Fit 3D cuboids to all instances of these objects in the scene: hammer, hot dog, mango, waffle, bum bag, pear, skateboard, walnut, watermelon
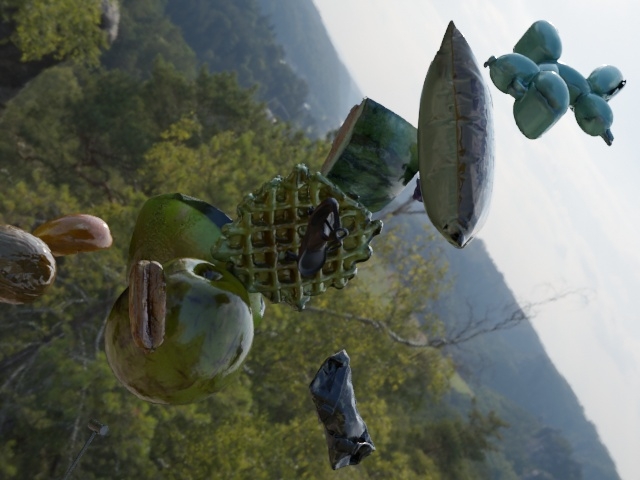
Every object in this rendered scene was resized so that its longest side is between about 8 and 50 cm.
[{"bbox_3d":[-0.416,0.369,1.133,0.035,0.110,0.019,15,-24,36],"label":"hammer"},{"bbox_3d":[-0.265,0.101,0.988,0.062,0.038,0.144,6,74,-41],"label":"hot dog"},{"bbox_3d":[-0.641,-0.013,1.657,0.217,0.141,0.102,-6,83,-53],"label":"mango"},{"bbox_3d":[-0.045,-0.001,1.281,0.317,0.297,0.073,35,15,-33],"label":"waffle"},{"bbox_3d":[0.039,0.340,1.260,0.069,0.102,0.248,20,-51,68],"label":"bum bag"},{"bbox_3d":[-0.310,0.098,1.483,0.399,0.399,0.165,56,49,-20],"label":"pear"},{"bbox_3d":[0.000,0.000,1.066,0.067,0.151,0.080,-5,46,-31],"label":"skateboard"},{"bbox_3d":[-0.261,0.166,1.211,0.283,0.283,0.283,57,8,-13],"label":"pear"},{"bbox_3d":[-0.678,0.052,1.398,0.207,0.167,0.167,33,23,-40],"label":"walnut"},{"bbox_3d":[0.098,-0.193,1.449,0.213,0.261,0.201,23,26,-28],"label":"watermelon"}]

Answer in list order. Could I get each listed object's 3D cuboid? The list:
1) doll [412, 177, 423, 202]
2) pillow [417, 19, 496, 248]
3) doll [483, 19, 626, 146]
[{"bbox_3d":[0.256,-0.135,1.418,0.067,0.110,0.206,54,-23,11],"label":"doll"},{"bbox_3d":[0.213,-0.138,1.008,0.312,0.119,0.310,14,77,-76],"label":"pillow"},{"bbox_3d":[0.237,-0.158,0.660,0.159,0.059,0.158,29,47,-10],"label":"doll"}]
